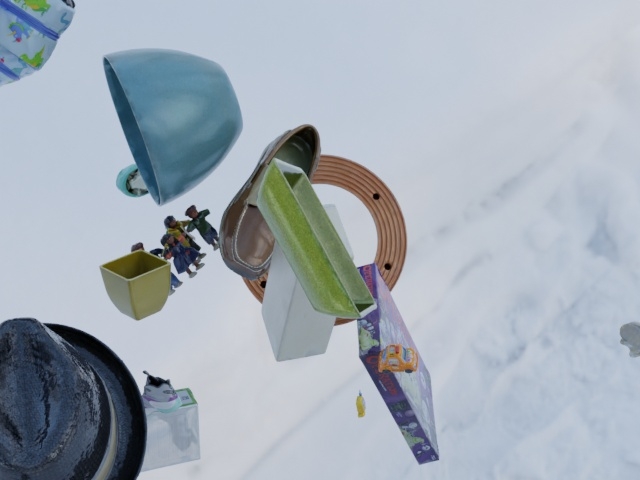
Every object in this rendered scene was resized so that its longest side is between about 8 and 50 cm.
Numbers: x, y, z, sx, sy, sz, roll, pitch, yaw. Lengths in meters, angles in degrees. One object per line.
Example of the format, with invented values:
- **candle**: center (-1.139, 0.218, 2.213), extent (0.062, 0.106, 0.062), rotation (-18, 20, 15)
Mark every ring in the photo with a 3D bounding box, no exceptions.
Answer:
- **ring**: center (0.000, 0.000, 2.084), extent (0.336, 0.032, 0.337), rotation (1, 81, -4)

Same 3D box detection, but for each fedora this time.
- **fedora**: center (-0.381, 0.222, 1.430), extent (0.334, 0.152, 0.334), rotation (4, 54, -6)

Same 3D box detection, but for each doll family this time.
- **doll family**: center (-0.264, 0.011, 1.969), extent (0.076, 0.111, 0.193), rotation (-23, 22, 39)

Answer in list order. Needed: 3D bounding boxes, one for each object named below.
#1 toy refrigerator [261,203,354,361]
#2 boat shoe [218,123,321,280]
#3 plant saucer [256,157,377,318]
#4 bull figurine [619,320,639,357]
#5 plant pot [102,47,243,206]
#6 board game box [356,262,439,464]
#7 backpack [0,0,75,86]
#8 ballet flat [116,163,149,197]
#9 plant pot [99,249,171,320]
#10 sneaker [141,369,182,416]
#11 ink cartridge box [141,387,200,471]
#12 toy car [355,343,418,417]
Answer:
- **toy refrigerator**: center (-0.021, 0.069, 1.658), extent (0.094, 0.269, 0.102), rotation (-8, 55, -16)
- **boat shoe**: center (-0.083, -0.084, 1.911), extent (0.122, 0.120, 0.324), rotation (27, 54, -12)
- **plant saucer**: center (-0.009, 0.007, 1.195), extent (0.045, 0.188, 0.188), rotation (-29, 86, 7)
- **bull figurine**: center (0.309, 0.002, 0.720), extent (0.188, 0.310, 0.101), rotation (-35, 66, -30)
- **plant pot**: center (-0.256, -0.231, 1.987), extent (0.195, 0.290, 0.290), rotation (-22, 49, -13)
- **board game box**: center (0.140, 0.229, 1.972), extent (0.056, 0.347, 0.208), rotation (-19, 43, 11)
- **backpack**: center (-0.543, -0.392, 1.611), extent (0.355, 0.273, 0.290), rotation (19, 6, -25)
- **ballet flat**: center (-0.328, -0.154, 2.376), extent (0.247, 0.083, 0.087), rotation (-23, 26, -4)
- **plant pot**: center (-0.279, 0.074, 1.663), extent (0.081, 0.083, 0.081), rotation (-24, 31, -39)
- **sneaker**: center (-0.261, 0.230, 1.644), extent (0.098, 0.069, 0.038), rotation (-15, 13, 22)
- **ink cartridge box**: center (-0.302, 0.316, 1.753), extent (0.209, 0.109, 0.062), rotation (-9, 25, -21)
- **toy car**: center (0.093, 0.191, 1.503), extent (0.060, 0.040, 0.122), rotation (12, 53, 21)
